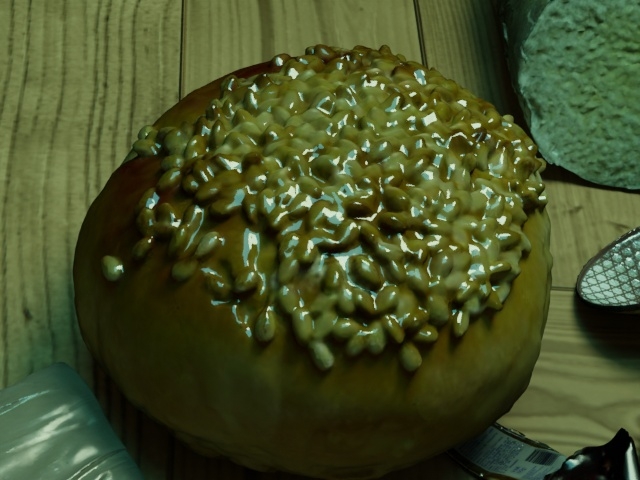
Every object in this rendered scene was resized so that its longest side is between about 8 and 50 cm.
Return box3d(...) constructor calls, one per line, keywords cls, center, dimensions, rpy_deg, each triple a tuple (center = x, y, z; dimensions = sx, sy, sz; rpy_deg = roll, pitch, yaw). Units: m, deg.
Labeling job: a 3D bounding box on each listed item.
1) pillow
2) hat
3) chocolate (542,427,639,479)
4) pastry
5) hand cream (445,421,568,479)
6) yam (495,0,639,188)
box3d(cls="pillow", center=(-0.246, 0.200, 1.237), dimensions=(0.270, 0.067, 0.173), rpy_deg=(-28, 58, -33))
box3d(cls="hat", center=(0.328, 0.042, 1.516), dimensions=(0.193, 0.082, 0.193), rpy_deg=(-24, 16, 7))
box3d(cls="chocolate", center=(0.170, 0.226, 1.246), dimensions=(0.133, 0.156, 0.156), rpy_deg=(-10, 43, 1))
box3d(cls="pastry", center=(0.000, 0.000, 1.355), dimensions=(0.409, 0.245, 0.409), rpy_deg=(0, 41, 0))
box3d(cls="hand cream", center=(0.154, 0.171, 1.371), dimensions=(0.163, 0.039, 0.062), rpy_deg=(28, 46, 28))
box3d(cls="yam", center=(0.284, -0.247, 1.717), dimensions=(0.241, 0.241, 0.348), rpy_deg=(3, 39, -7))
